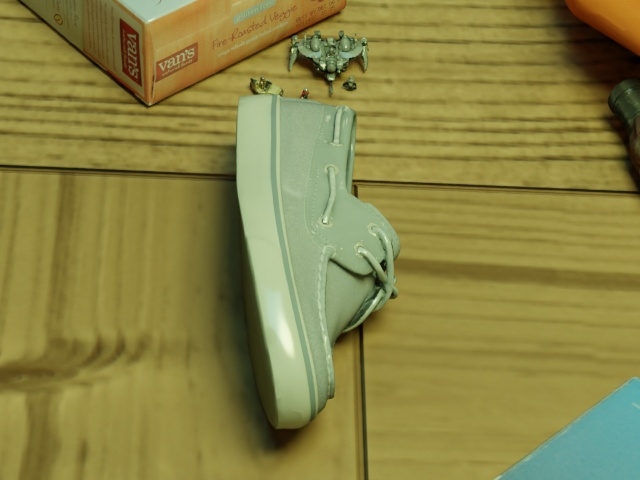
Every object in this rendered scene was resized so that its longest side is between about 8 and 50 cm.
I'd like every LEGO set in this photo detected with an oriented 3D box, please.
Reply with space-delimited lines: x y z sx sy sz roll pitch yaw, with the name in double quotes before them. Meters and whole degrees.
"LEGO set" -0.002 -0.105 1.085 0.054 0.023 0.083 24 47 18

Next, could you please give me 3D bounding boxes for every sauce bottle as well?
"sauce bottle" 0.195 -0.041 1.024 0.042 0.042 0.128 -11 47 -16

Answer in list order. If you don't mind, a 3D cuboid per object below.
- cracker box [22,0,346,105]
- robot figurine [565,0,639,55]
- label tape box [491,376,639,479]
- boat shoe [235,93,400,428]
"cracker box" -0.114 -0.192 1.135 0.156 0.067 0.232 -29 52 -30
"robot figurine" 0.231 -0.156 1.085 0.219 0.128 0.158 38 12 30
"label tape box" 0.099 0.222 0.666 0.348 0.115 0.249 -32 47 -32
"boat shoe" 0.000 0.000 0.935 0.081 0.079 0.227 -3 41 -3
